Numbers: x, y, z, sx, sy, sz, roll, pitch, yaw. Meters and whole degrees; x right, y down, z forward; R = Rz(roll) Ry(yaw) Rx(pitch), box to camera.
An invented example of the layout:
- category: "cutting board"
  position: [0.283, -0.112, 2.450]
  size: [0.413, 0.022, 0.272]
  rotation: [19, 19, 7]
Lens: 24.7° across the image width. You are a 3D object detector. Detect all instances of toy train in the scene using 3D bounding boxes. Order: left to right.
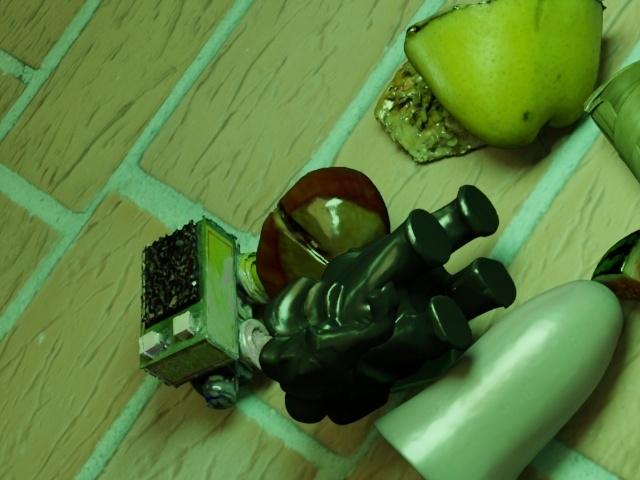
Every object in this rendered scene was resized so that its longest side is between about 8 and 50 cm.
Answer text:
- category: "toy train"
  position: [-0.150, 0.096, 1.996]
  size: [0.134, 0.177, 0.261]
  rotation: [-26, 47, 26]

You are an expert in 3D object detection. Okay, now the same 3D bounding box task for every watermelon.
- category: "watermelon"
  position: [0.382, 0.029, 1.677]
  size: [0.135, 0.125, 0.094]
  rotation: [-35, 72, -9]

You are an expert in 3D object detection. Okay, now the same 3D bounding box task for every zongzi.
- category: "zongzi"
  position: [0.461, -0.157, 1.707]
  size: [0.256, 0.115, 0.228]
  rotation: [-31, 41, 8]

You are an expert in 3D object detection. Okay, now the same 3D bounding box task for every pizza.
- category: "pizza"
  position: [0.155, -0.182, 2.011]
  size: [0.147, 0.069, 0.226]
  rotation: [-40, 43, 9]

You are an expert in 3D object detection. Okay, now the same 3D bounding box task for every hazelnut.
- category: "hazelnut"
  position: [-0.003, -0.002, 1.940]
  size: [0.181, 0.181, 0.212]
  rotation: [41, 102, 27]

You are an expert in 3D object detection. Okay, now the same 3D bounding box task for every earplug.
- category: "earplug"
  position: [0.223, 0.162, 1.653]
  size: [0.301, 0.172, 0.172]
  rotation: [-46, 42, -2]

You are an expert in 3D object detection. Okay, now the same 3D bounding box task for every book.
- category: "book"
  position: [0.132, 0.123, 1.854]
  size: [0.103, 0.017, 0.135]
  rotation: [-20, 50, 33]

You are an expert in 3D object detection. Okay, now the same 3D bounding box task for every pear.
- category: "pear"
  position: [0.244, -0.204, 1.860]
  size: [0.267, 0.267, 0.178]
  rotation: [-17, 71, 32]

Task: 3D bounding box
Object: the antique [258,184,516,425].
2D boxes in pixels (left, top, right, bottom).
- category: "antique"
  position: [0.078, 0.087, 1.729]
  size: [0.255, 0.185, 0.322]
  rotation: [-32, 1, 31]
